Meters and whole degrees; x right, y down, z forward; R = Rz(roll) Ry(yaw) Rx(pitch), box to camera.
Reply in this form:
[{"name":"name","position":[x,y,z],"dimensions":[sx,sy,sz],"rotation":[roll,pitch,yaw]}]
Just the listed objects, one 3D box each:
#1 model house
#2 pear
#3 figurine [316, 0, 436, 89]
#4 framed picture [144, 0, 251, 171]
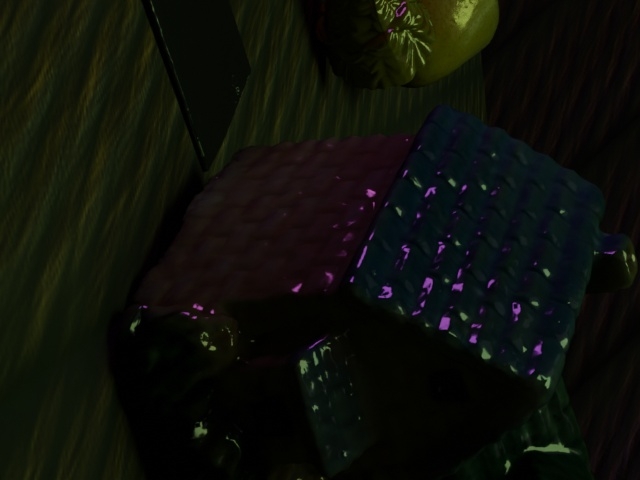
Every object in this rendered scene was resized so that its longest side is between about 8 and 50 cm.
[{"name":"model house","position":[0.099,0.147,1.414],"dimensions":[0.395,0.400,0.445],"rotation":[-63,141,-57]},{"name":"pear","position":[0.141,-0.309,2.287],"dimensions":[0.267,0.267,0.178],"rotation":[63,38,-49]},{"name":"figurine","position":[0.043,-0.374,2.052],"dimensions":[0.315,0.168,0.187],"rotation":[64,32,-52]},{"name":"framed picture","position":[-0.144,-0.269,1.593],"dimensions":[0.244,0.013,0.324],"rotation":[-76,152,-57]}]
